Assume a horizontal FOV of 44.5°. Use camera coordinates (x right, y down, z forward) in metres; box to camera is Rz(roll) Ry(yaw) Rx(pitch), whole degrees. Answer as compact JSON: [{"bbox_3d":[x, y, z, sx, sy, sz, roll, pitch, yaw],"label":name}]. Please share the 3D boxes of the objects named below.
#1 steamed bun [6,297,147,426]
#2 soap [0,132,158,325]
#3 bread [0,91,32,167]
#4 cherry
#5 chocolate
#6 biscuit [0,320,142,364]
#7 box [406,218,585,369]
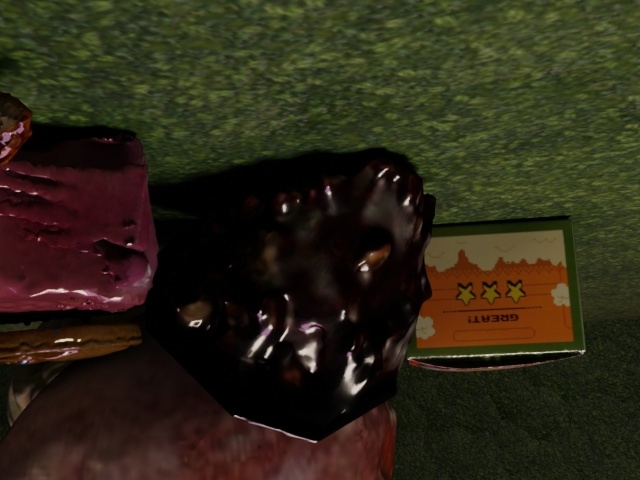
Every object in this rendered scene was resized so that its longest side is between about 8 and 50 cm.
[{"bbox_3d":[-0.213,0.142,1.010,0.309,0.220,0.324,12,-166,0],"label":"steamed bun"},{"bbox_3d":[-0.220,0.003,0.533,0.289,0.112,0.182,-11,172,33],"label":"soap"},{"bbox_3d":[-0.269,-0.039,0.379,0.268,0.095,0.139,-22,165,21],"label":"bread"},{"bbox_3d":[-0.111,0.184,0.710,0.334,0.291,0.326,-11,-166,-18],"label":"cherry"},{"bbox_3d":[0.000,0.000,0.589,0.206,0.177,0.224,40,-157,22],"label":"chocolate"},{"bbox_3d":[-0.205,0.079,0.586,0.124,0.026,0.175,0,172,-38],"label":"biscuit"},{"bbox_3d":[0.179,0.069,0.865,0.177,0.148,0.195,-2,169,6],"label":"box"}]
